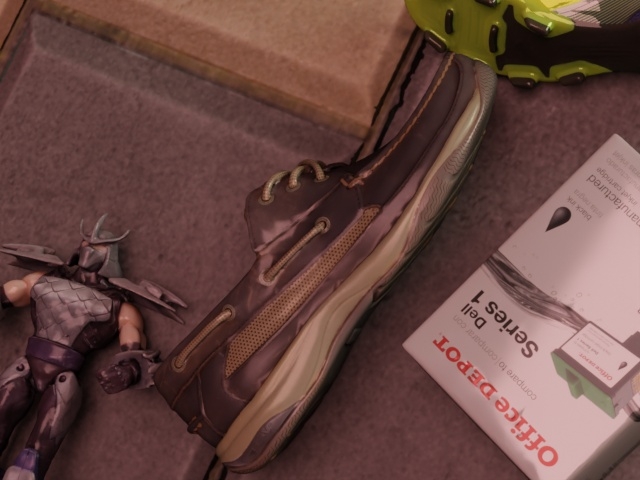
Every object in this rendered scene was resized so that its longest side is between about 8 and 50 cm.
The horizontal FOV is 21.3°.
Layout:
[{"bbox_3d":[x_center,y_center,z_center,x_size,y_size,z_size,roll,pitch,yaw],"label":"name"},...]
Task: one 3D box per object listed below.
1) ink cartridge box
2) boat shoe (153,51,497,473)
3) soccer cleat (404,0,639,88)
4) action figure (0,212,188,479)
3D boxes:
[{"bbox_3d":[0.192,0.061,1.216,0.219,0.092,0.160,-45,69,1],"label":"ink cartridge box"},{"bbox_3d":[0.000,0.000,1.255,0.130,0.132,0.355,34,87,6],"label":"boat shoe"},{"bbox_3d":[0.208,-0.180,1.289,0.289,0.093,0.121,8,49,22],"label":"soccer cleat"},{"bbox_3d":[-0.214,0.110,1.323,0.185,0.099,0.285,16,79,24],"label":"action figure"}]
